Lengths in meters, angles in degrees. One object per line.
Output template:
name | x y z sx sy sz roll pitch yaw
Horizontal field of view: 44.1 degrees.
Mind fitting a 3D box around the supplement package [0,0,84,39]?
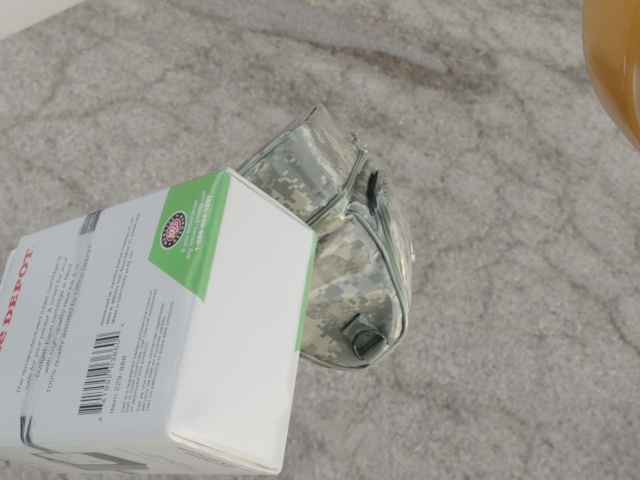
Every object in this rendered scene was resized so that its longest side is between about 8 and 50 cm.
supplement package | -0.240 -0.176 0.331 0.204 0.262 0.145 45 32 -58

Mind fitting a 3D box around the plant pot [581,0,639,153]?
plant pot | 0.230 -0.067 0.293 0.205 0.205 0.188 14 34 -16

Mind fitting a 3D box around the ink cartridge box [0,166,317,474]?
ink cartridge box | -0.161 0.083 0.676 0.121 0.289 0.211 34 55 -42

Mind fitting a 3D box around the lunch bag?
lunch bag | 0.000 0.000 0.933 0.256 0.212 0.305 49 14 -8
